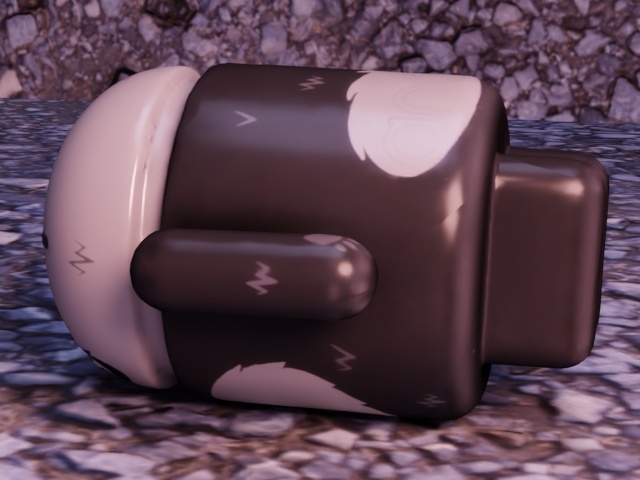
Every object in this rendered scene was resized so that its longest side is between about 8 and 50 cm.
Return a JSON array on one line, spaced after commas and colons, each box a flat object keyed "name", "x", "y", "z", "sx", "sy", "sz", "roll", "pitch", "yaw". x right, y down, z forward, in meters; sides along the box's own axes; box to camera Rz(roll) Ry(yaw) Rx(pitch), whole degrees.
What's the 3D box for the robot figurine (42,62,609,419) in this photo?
[{"name": "robot figurine", "x": 0.000, "y": 0.002, "z": 0.766, "sx": 0.278, "sy": 0.173, "sz": 0.209, "roll": 4, "pitch": -31, "yaw": 11}]
